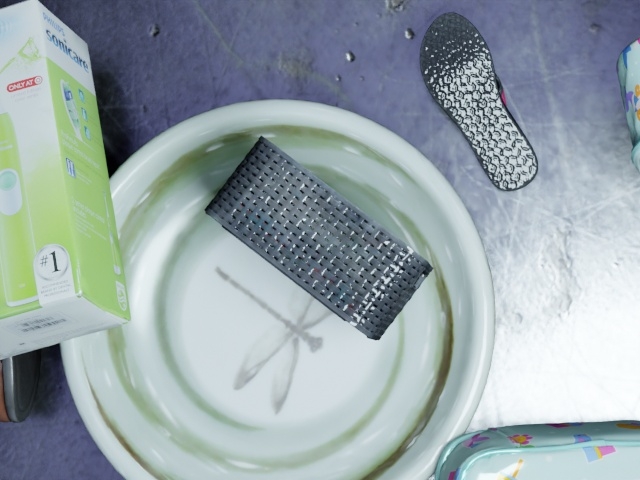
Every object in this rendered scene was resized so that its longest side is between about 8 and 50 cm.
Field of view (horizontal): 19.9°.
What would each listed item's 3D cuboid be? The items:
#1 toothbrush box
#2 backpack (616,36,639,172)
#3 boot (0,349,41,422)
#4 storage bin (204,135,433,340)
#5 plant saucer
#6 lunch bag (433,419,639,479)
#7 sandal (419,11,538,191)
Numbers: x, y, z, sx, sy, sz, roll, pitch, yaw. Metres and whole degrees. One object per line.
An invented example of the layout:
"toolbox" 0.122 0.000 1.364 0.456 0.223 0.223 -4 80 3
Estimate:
"toothbrush box" -0.304 -0.044 1.634 0.206 0.122 0.283 -15 71 12
"backpack" 0.371 -0.111 1.477 0.253 0.225 0.191 -5 81 10
"boot" -0.422 0.077 1.734 0.280 0.096 0.264 -17 84 6
"storage bin" 0.000 0.000 1.573 0.180 0.122 0.084 37 91 8
"plant saucer" -0.038 0.073 1.685 0.400 0.100 0.400 0 86 6
"lunch bag" 0.228 0.275 1.597 0.279 0.108 0.224 -2 95 -13
"sandal" 0.147 -0.129 1.712 0.067 0.040 0.179 -26 98 10
